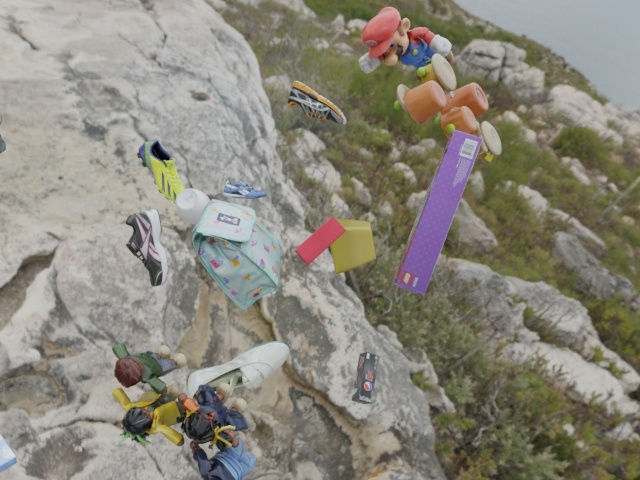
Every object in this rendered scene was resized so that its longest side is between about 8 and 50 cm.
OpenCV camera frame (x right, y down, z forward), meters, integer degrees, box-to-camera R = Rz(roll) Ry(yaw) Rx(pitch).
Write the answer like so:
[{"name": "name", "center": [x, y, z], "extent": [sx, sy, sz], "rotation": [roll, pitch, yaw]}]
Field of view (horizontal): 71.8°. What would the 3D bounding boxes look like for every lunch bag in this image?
[{"name": "lunch bag", "center": [-0.236, 0.017, 1.229], "extent": [0.262, 0.160, 0.223], "rotation": [50, 17, -24]}]

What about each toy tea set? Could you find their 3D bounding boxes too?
[{"name": "toy tea set", "center": [0.271, -0.288, 0.996], "extent": [0.336, 0.124, 0.200], "rotation": [14, 62, -42]}]

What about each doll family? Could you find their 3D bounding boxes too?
[{"name": "doll family", "center": [-0.125, 0.171, 0.410], "extent": [0.193, 0.111, 0.076], "rotation": [28, 85, 7]}]

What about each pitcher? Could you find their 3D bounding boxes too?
[{"name": "pitcher", "center": [-0.486, -0.131, 1.695], "extent": [0.125, 0.207, 0.178], "rotation": [-44, 71, -9]}]

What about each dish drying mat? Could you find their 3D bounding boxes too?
[{"name": "dish drying mat", "center": [0.000, 0.000, 0.687], "extent": [0.083, 0.008, 0.032], "rotation": [-42, 88, -17]}]

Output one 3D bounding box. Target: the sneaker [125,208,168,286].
[{"name": "sneaker", "center": [-0.404, 0.020, 1.014], "extent": [0.077, 0.072, 0.178], "rotation": [-11, 90, -34]}]

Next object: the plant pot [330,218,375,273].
[{"name": "plant pot", "center": [0.149, 0.013, 2.021], "extent": [0.187, 0.212, 0.212], "rotation": [-8, 14, 8]}]

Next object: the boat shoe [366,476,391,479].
[{"name": "boat shoe", "center": [0.161, 0.453, 0.601], "extent": [0.103, 0.092, 0.285], "rotation": [-44, 60, -15]}]

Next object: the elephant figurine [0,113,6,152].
[{"name": "elephant figurine", "center": [-0.955, -0.307, 1.220], "extent": [0.169, 0.186, 0.239], "rotation": [-7, 50, 27]}]

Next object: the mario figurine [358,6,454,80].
[{"name": "mario figurine", "center": [0.244, -0.533, 1.281], "extent": [0.321, 0.198, 0.170], "rotation": [4, 44, -40]}]

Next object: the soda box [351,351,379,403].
[{"name": "soda box", "center": [0.158, 0.484, 1.556], "extent": [0.053, 0.060, 0.168], "rotation": [21, 63, -15]}]

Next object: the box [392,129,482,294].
[{"name": "box", "center": [0.218, -0.042, 0.859], "extent": [0.057, 0.201, 0.293], "rotation": [21, 88, 10]}]

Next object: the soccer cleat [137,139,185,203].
[{"name": "soccer cleat", "center": [-0.617, -0.272, 1.787], "extent": [0.289, 0.121, 0.093], "rotation": [58, 28, -20]}]

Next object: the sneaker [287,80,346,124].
[{"name": "sneaker", "center": [-0.011, -0.428, 1.432], "extent": [0.215, 0.083, 0.084], "rotation": [34, 11, 9]}]

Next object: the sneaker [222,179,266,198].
[{"name": "sneaker", "center": [-0.252, -0.168, 1.467], "extent": [0.144, 0.059, 0.053], "rotation": [6, 3, -1]}]

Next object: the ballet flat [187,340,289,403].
[{"name": "ballet flat", "center": [-0.290, 0.484, 1.565], "extent": [0.400, 0.139, 0.139], "rotation": [-21, 52, 9]}]

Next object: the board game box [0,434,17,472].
[{"name": "board game box", "center": [-0.989, 0.592, 1.238], "extent": [0.211, 0.039, 0.160], "rotation": [34, 33, 23]}]
